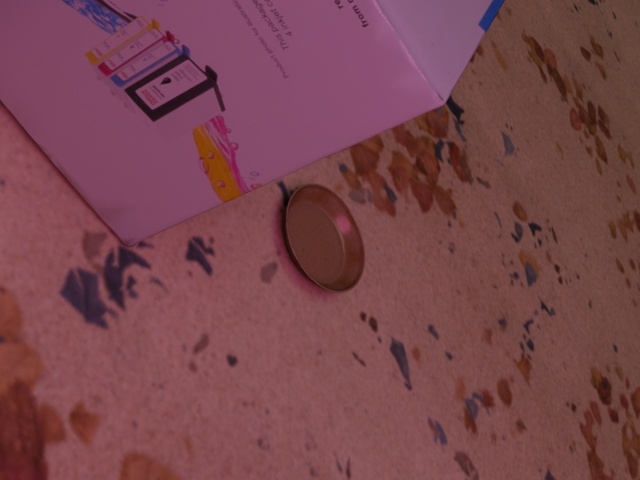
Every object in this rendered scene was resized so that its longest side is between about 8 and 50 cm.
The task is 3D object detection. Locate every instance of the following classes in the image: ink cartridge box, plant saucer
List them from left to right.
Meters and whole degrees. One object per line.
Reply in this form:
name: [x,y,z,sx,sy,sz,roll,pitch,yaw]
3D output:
ink cartridge box: [-0.046,-0.135,0.513,0.168,0.232,0.171,54,39,-19]
plant saucer: [0.000,0.000,0.676,0.083,0.015,0.083,25,53,-40]
